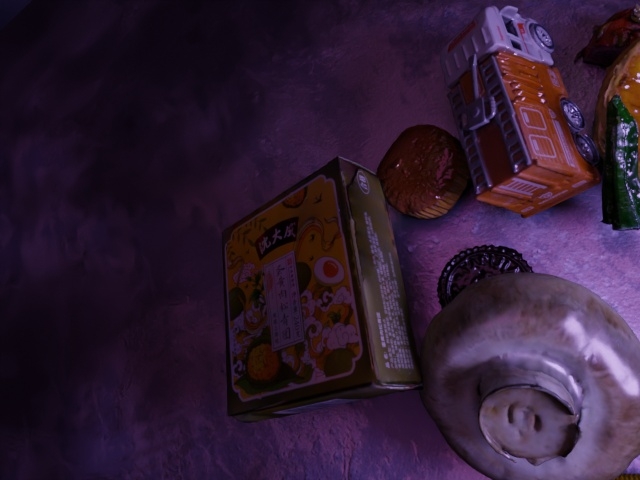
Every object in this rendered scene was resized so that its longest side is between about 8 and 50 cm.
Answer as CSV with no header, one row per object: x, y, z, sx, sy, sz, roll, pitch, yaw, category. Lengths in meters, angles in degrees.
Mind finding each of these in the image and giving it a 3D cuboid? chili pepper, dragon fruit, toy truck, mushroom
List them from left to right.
0.353,-0.255,0.838,0.173,0.207,0.386,-37,55,51,toy truck
0.322,0.222,0.688,0.353,0.260,0.351,6,107,19,mushroom
0.494,-0.130,0.728,0.059,0.088,0.226,-16,112,11,chili pepper
0.597,-0.401,0.865,0.147,0.096,0.102,35,94,31,dragon fruit

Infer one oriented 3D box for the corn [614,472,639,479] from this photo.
0.513,0.401,0.669,0.231,0.080,0.080,-10,70,23,corn

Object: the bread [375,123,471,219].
0.214,-0.146,0.935,0.199,0.104,0.198,-4,84,37,bread

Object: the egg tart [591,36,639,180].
0.653,-0.225,0.761,0.342,0.132,0.340,-6,75,25,egg tart

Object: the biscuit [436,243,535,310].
0.325,0.100,0.862,0.195,0.053,0.194,-7,72,23,biscuit

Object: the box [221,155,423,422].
-0.028,0.107,0.849,0.373,0.138,0.419,-28,59,38,box
